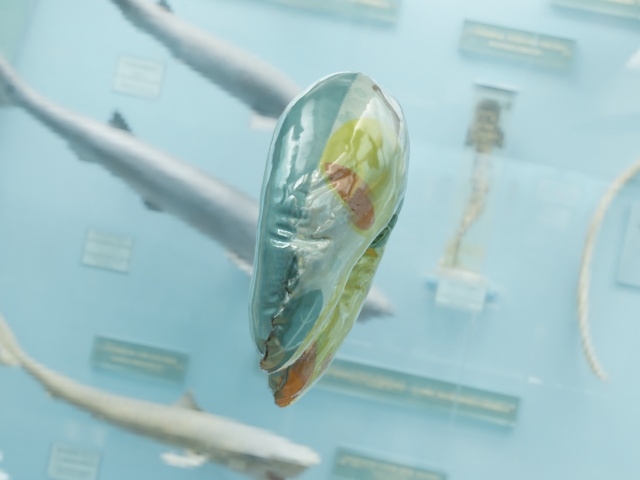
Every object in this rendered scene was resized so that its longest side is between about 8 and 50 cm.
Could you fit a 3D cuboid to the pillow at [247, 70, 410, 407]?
[{"bbox_3d":[0.000,0.000,0.892,0.086,0.214,0.233,18,-17,5],"label":"pillow"}]
